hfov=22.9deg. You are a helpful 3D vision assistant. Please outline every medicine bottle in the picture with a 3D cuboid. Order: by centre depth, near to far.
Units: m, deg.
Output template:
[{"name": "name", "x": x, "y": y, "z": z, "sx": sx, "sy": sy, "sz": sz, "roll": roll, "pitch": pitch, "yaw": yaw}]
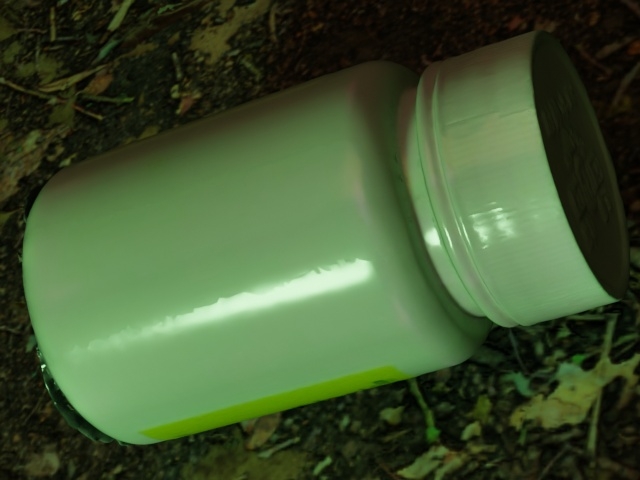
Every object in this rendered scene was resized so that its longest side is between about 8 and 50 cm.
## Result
[{"name": "medicine bottle", "x": 0.000, "y": 0.000, "z": 1.077, "sx": 0.379, "sy": 0.213, "sz": 0.213, "roll": -17, "pitch": 49, "yaw": 23}]
